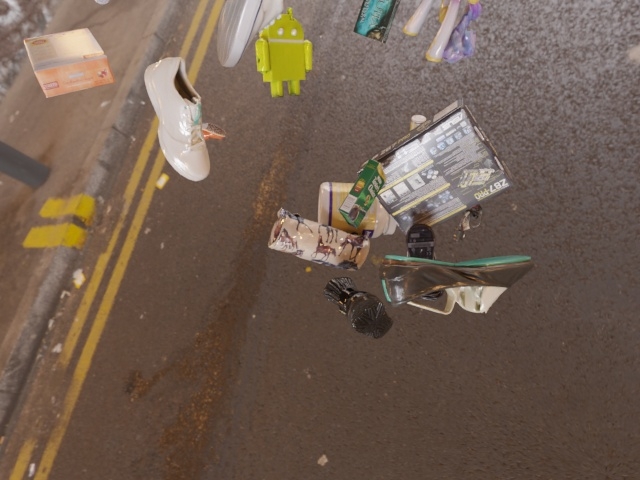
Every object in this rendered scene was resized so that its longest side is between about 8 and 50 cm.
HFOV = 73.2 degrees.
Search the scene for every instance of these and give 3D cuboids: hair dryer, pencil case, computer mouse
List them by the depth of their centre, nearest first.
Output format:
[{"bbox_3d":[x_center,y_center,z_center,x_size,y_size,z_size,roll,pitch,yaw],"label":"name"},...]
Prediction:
[{"bbox_3d":[0.303,0.077,1.452,0.184,0.060,0.262,-9,97,12],"label":"computer mouse"},{"bbox_3d":[0.550,-0.162,1.663,0.080,0.294,0.223,13,31,37],"label":"hair dryer"},{"bbox_3d":[0.000,0.000,1.775,0.160,0.410,0.184,138,146,-62],"label":"pencil case"}]

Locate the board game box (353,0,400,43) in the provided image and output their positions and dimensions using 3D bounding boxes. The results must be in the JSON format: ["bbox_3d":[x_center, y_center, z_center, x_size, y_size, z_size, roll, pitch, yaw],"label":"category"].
[{"bbox_3d":[0.192,-0.760,1.411,0.126,0.026,0.186,34,120,26],"label":"board game box"}]

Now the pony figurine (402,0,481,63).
[{"bbox_3d":[0.315,-0.581,0.913,0.302,0.364,0.351,2,43,-13],"label":"pony figurine"}]

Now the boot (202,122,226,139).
[{"bbox_3d":[-0.437,-0.400,1.629,0.059,0.157,0.085,-89,14,-52],"label":"boot"}]

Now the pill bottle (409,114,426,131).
[{"bbox_3d":[0.434,-0.496,1.935,0.065,0.116,0.065,0,42,0],"label":"pill bottle"}]

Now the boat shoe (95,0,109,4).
[{"bbox_3d":[-0.450,-0.576,0.919,0.142,0.049,0.040,-52,36,22],"label":"boat shoe"}]

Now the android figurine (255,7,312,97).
[{"bbox_3d":[-0.119,-0.618,1.424,0.056,0.248,0.273,17,117,37],"label":"android figurine"}]

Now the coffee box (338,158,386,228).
[{"bbox_3d":[0.128,-0.138,1.280,0.040,0.113,0.184,28,81,26],"label":"coffee box"}]

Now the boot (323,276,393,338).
[{"bbox_3d":[0.111,0.215,1.557,0.131,0.348,0.260,-43,58,-5],"label":"boot"}]

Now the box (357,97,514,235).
[{"bbox_3d":[0.369,-0.217,1.411,0.394,0.318,0.097,-31,20,32],"label":"box"}]

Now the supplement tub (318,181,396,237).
[{"bbox_3d":[0.159,-0.134,1.915,0.331,0.241,0.241,2,62,-2],"label":"supplement tub"}]

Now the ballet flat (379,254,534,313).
[{"bbox_3d":[0.226,0.072,0.720,0.095,0.280,0.096,179,92,-76],"label":"ballet flat"}]

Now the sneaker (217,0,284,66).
[{"bbox_3d":[-0.117,-0.424,0.798,0.258,0.091,0.094,-43,60,47],"label":"sneaker"}]

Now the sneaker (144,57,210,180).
[{"bbox_3d":[-0.235,-0.208,0.753,0.094,0.212,0.080,-2,24,37],"label":"sneaker"}]

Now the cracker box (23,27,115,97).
[{"bbox_3d":[-0.616,-0.440,1.054,0.155,0.067,0.232,-23,48,-22],"label":"cracker box"}]
